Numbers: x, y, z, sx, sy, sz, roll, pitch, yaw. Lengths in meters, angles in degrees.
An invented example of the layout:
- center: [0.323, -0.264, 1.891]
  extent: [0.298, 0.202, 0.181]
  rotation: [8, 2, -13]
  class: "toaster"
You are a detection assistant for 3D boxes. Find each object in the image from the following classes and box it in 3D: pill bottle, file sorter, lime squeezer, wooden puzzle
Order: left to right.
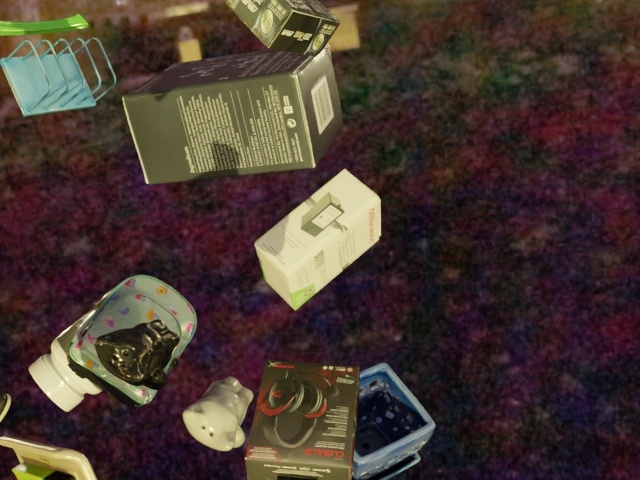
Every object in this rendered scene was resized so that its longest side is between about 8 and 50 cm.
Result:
- center: [-0.444, -0.211, 1.004]
  extent: [0.310, 0.110, 0.059]
  rotation: [-41, 16, -5]
  class: "lime squeezer"
- center: [-0.503, -0.325, 1.574]
  extent: [0.105, 0.118, 0.170]
  rotation: [-24, -1, 37]
  class: "file sorter"
- center: [-0.283, 0.334, 0.930]
  extent: [0.044, 0.238, 0.221]
  rotation: [-33, 13, -37]
  class: "wooden puzzle"
- center: [-0.506, 0.246, 1.848]
  extent: [0.283, 0.161, 0.161]
  rotation: [-40, 27, -11]
  class: "pill bottle"

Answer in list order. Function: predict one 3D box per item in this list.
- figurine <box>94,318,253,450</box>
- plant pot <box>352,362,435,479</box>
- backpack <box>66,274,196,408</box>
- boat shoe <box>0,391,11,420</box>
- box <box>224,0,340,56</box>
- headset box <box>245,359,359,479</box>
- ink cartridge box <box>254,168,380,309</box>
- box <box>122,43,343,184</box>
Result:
- center: [-0.178, 0.185, 1.014]
  extent: [0.092, 0.215, 0.209]
  rotation: [-53, -3, -6]
  class: "figurine"
- center: [0.127, 0.493, 2.085]
  extent: [0.236, 0.212, 0.236]
  rotation: [-22, 50, -22]
  class: "plant pot"
- center: [-0.294, 0.150, 1.299]
  extent: [0.188, 0.166, 0.144]
  rotation: [-59, 9, -30]
  class: "backpack"
- center: [-0.545, 0.303, 1.296]
  extent: [0.049, 0.133, 0.042]
  rotation: [19, -7, 43]
  class: "boat shoe"
- center: [-0.079, -0.403, 1.370]
  extent: [0.180, 0.077, 0.147]
  rotation: [49, 28, 18]
  class: "box"
- center: [-0.033, 0.407, 1.736]
  extent: [0.218, 0.110, 0.293]
  rotation: [4, 42, 6]
  class: "headset box"
- center: [0.000, 0.000, 1.817]
  extent: [0.273, 0.198, 0.115]
  rotation: [-40, 66, -16]
  class: "ink cartridge box"
- center: [-0.182, -0.288, 1.809]
  extent: [0.396, 0.211, 0.293]
  rotation: [-5, 24, 16]
  class: "box"
